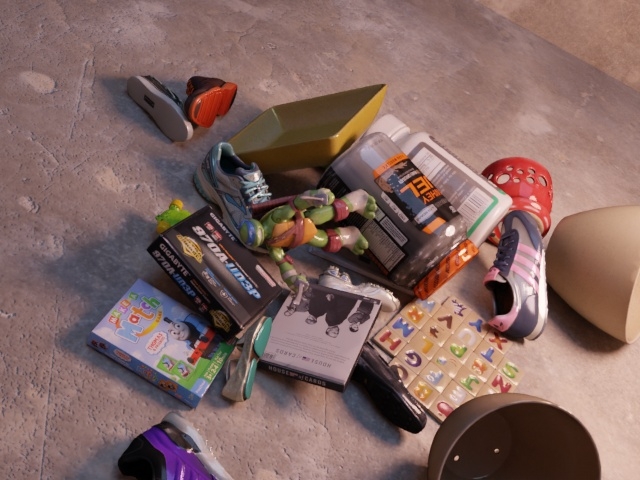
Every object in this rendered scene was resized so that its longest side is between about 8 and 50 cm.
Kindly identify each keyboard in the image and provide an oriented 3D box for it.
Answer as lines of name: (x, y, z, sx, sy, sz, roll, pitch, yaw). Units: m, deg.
keyboard: (0.095, 0.050, 1.803, 0.256, 0.014, 0.072, 23, 33, -9)

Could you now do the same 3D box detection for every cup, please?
cup: (0.677, 0.054, 1.968, 0.237, 0.331, 0.331, 18, 29, 32)

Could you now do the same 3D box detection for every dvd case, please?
dvd case: (-0.003, 0.171, 1.535, 0.179, 0.029, 0.239, 14, 39, 14)

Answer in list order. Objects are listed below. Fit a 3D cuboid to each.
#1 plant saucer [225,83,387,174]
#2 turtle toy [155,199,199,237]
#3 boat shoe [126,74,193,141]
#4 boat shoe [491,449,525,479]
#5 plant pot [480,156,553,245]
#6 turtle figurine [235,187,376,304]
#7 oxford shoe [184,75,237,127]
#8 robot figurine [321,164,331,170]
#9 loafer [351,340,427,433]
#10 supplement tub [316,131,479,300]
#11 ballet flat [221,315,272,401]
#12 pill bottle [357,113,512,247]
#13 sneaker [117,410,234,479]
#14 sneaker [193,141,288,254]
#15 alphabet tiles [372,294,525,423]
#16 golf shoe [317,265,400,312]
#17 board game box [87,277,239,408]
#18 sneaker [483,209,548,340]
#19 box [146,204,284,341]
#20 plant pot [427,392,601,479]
plant saucer: (-0.036, -0.239, 1.869, 0.333, 0.332, 0.081, -50, 127, -51)
turtle toy: (-0.262, -0.015, 1.599, 0.130, 0.066, 0.095, 26, 40, -6)
boat shoe: (-0.347, -0.306, 1.860, 0.070, 0.078, 0.219, -22, 59, -44)
boat shoe: (0.409, 0.468, 1.505, 0.233, 0.084, 0.079, 34, 0, 16)
plant pot: (0.489, -0.085, 2.069, 0.191, 0.191, 0.174, 21, 47, -12)
turtle figurine: (0.000, 0.000, 1.573, 0.266, 0.274, 0.198, -12, 95, -36)
oxford shoe: (-0.275, -0.326, 1.898, 0.098, 0.097, 0.271, 23, 17, 3)
robot figurine: (0.018, -0.219, 2.005, 0.101, 0.067, 0.115, -3, 48, -24)
loafer: (0.122, 0.261, 1.530, 0.078, 0.076, 0.223, -25, 59, -38)
supplement tub: (0.167, -0.049, 1.760, 0.338, 0.207, 0.207, 49, 41, 10)
ballet flat: (-0.131, 0.199, 1.429, 0.052, 0.057, 0.168, 5, 54, 16)
pill bottle: (0.251, -0.126, 1.939, 0.361, 0.204, 0.204, 40, 39, 13)
sneaker: (-0.183, 0.392, 1.182, 0.293, 0.102, 0.146, 42, 43, 22)
sneaker: (-0.155, -0.089, 1.704, 0.283, 0.122, 0.110, 46, 40, 18)
alphabet tiles: (0.271, 0.241, 1.702, 0.285, 0.011, 0.342, 40, 39, 12)
golf shoe: (0.072, 0.124, 1.677, 0.176, 0.069, 0.086, 20, 56, -3)
board game box: (-0.265, 0.173, 1.411, 0.211, 0.039, 0.160, 30, 38, 1)
sneaker: (0.430, 0.062, 1.862, 0.131, 0.112, 0.319, 13, 59, -23)
box: (-0.187, 0.055, 1.495, 0.220, 0.051, 0.175, 49, 30, 0)
plant pot: (0.300, 0.377, 1.399, 0.284, 0.284, 0.191, 19, 4, -13)
